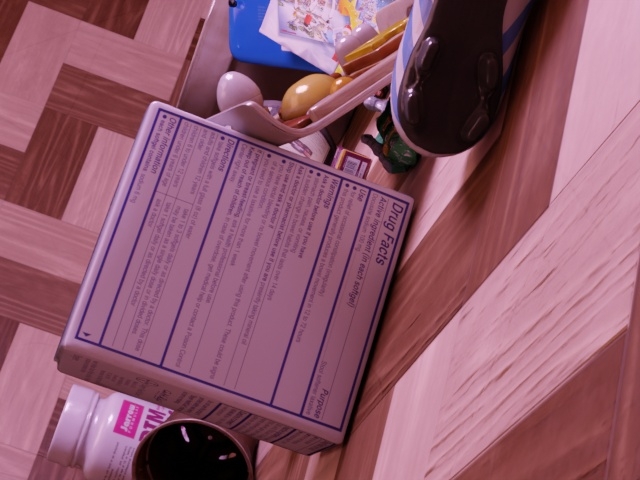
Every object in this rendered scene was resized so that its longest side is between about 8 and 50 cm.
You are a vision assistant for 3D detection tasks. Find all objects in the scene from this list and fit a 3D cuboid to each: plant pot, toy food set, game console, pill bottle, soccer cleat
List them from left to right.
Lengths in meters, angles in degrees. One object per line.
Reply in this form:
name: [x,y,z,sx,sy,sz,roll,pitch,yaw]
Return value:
pill bottle: [-0.306,0.351,2.388,0.160,0.283,0.160,-161,90,-83]
plant pot: [-0.162,0.292,1.969,0.165,0.167,0.167,-67,-2,-72]
plant pot: [-0.073,-0.290,2.381,0.323,0.280,0.323,-160,90,-83]
toy food set: [0.006,-0.190,1.508,0.306,0.092,0.219,-36,10,-24]
game console: [0.022,-0.392,2.150,0.173,0.293,0.250,-20,-64,-52]
soccer cleat: [0.133,-0.233,1.194,0.143,0.116,0.331,-103,33,-78]

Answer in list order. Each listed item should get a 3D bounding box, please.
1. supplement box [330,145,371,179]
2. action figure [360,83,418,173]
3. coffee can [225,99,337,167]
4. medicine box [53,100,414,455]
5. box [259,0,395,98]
supplement box: [0.037,-0.095,1.919,0.083,0.043,0.055,-120,50,-81]
action figure: [0.086,-0.132,1.574,0.232,0.063,0.137,-95,29,-67]
coffee can: [-0.097,-0.061,2.089,0.275,0.201,0.201,-67,0,-59]
medicine box: [-0.086,0.045,1.425,0.149,0.289,0.263,135,155,-70]
box: [0.028,-0.320,1.997,0.044,0.233,0.159,0,-61,-49]
